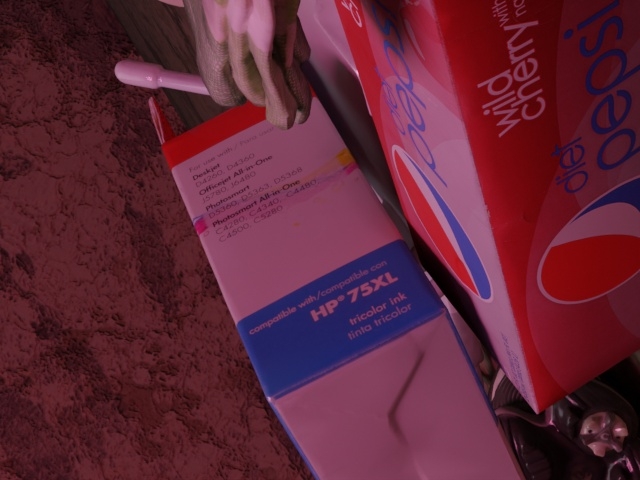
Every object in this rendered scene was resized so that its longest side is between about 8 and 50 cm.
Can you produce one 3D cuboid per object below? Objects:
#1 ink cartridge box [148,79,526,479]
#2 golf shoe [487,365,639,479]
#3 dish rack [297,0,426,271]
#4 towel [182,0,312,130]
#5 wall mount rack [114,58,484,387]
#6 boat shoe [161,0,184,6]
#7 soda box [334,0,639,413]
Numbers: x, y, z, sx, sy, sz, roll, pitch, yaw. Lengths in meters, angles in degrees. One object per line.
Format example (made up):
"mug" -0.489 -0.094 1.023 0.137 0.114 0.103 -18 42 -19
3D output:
"ink cartridge box" 0.002 0.021 0.654 0.134 0.078 0.231 62 180 -40
"golf shoe" 0.168 0.172 0.790 0.120 0.105 0.273 -91 -21 -70
"dish rack" -0.001 -0.127 0.725 0.333 0.072 0.285 54 172 28
"towel" -0.026 -0.188 0.293 0.325 0.038 0.248 108 148 -72
"wall mount rack" 0.000 0.000 1.039 0.304 0.130 0.350 54 172 36
"boat shoe" -0.155 -0.298 0.955 0.324 0.116 0.097 50 -149 -32
"soda box" 0.066 -0.051 0.479 0.092 0.083 0.263 54 173 36
